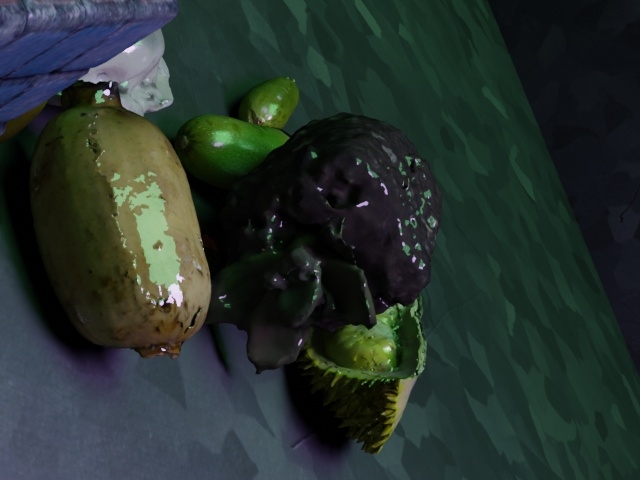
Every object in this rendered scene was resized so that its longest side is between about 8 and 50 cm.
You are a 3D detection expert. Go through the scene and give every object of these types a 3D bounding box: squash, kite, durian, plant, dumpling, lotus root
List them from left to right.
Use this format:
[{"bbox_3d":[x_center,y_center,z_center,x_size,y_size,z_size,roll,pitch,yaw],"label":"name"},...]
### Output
[{"bbox_3d":[-0.231,-0.191,1.698,0.250,0.132,0.162,23,48,-56],"label":"dumpling"},{"bbox_3d":[-0.191,-0.021,1.559,0.160,0.146,0.284,63,12,-75],"label":"lotus root"},{"bbox_3d":[-0.128,0.008,1.877,0.125,0.008,0.222,16,48,-64],"label":"kite"},{"bbox_3d":[-0.106,-0.100,1.967,0.188,0.095,0.095,7,57,-63],"label":"squash"},{"bbox_3d":[-0.063,-0.182,2.212,0.066,0.066,0.201,58,19,-10],"label":"squash"},{"bbox_3d":[0.000,0.000,1.832,0.213,0.215,0.312,63,30,-12],"label":"plant"},{"bbox_3d":[0.070,0.125,1.973,0.158,0.169,0.352,53,20,-23],"label":"durian"}]

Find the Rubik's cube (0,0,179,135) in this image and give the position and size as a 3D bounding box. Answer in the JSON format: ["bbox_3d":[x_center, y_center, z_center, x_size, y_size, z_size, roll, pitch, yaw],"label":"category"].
[{"bbox_3d":[-0.355,-0.210,1.109,0.343,0.337,0.344,63,20,3],"label":"Rubik's cube"}]

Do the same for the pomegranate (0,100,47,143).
[{"bbox_3d":[-0.322,-0.169,1.421,0.180,0.180,0.210,44,-3,-42],"label":"pomegranate"}]
